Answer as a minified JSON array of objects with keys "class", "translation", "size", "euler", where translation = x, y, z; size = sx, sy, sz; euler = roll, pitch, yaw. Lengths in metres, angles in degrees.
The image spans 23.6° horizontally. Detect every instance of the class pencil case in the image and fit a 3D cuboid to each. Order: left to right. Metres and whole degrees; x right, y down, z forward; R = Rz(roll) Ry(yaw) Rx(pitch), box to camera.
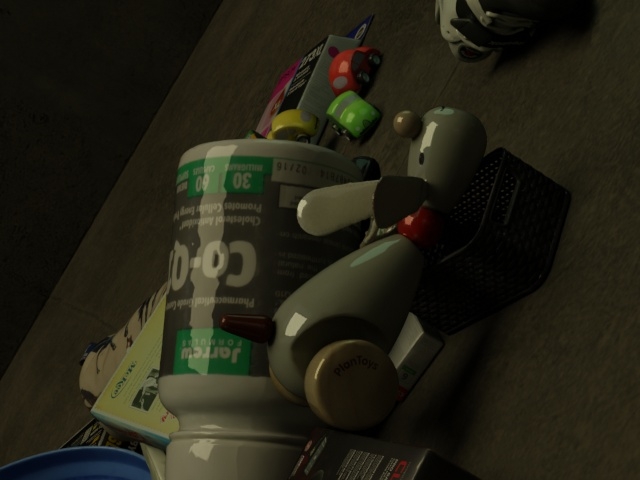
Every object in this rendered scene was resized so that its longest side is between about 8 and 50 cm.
[{"class":"pencil case","translation":[-0.194,0.132,2.145],"size":[0.410,0.160,0.183],"euler":[-41,43,48]}]

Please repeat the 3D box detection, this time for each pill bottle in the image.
[{"class":"pill bottle","translation":[-0.064,0.090,1.613],"size":[0.204,0.204,0.361],"euler":[157,119,-63]}]

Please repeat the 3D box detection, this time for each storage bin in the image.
[{"class":"storage bin","translation":[0.151,0.003,1.507],"size":[0.180,0.084,0.122],"euler":[-34,29,53]}]

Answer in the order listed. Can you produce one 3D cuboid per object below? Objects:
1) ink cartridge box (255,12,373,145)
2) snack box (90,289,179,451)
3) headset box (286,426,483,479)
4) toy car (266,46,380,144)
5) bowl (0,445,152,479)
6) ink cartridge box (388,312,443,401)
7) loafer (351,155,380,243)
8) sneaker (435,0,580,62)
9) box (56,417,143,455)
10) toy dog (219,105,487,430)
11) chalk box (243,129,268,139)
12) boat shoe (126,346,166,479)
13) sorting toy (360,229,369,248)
[{"class":"ink cartridge box","translation":[-0.036,-0.210,2.481],"size":[0.176,0.069,0.371],"euler":[-31,29,57]},{"class":"snack box","translation":[-0.126,0.105,1.851],"size":[0.187,0.060,0.322],"euler":[10,62,48]},{"class":"headset box","translation":[0.038,0.283,1.286],"size":[0.218,0.110,0.293],"euler":[-61,16,-12]},{"class":"toy car","translation":[0.021,-0.199,2.243],"size":[0.239,0.053,0.225],"euler":[-46,23,-5]},{"class":"bowl","translation":[-0.358,0.409,1.915],"size":[0.391,0.077,0.391],"euler":[-14,27,7]},{"class":"ink cartridge box","translation":[0.079,0.133,1.581],"size":[0.115,0.029,0.063],"euler":[-56,17,12]},{"class":"loafer","translation":[0.000,0.000,1.760],"size":[0.223,0.078,0.076],"euler":[-65,-23,-5]},{"class":"sneaker","translation":[0.213,-0.270,1.800],"size":[0.330,0.123,0.146],"euler":[-119,43,-70]},{"class":"box","translation":[-0.388,0.415,2.357],"size":[0.322,0.079,0.257],"euler":[-41,25,46]},{"class":"toy dog","translation":[0.020,0.015,1.433],"size":[0.220,0.161,0.333],"euler":[-33,33,55]},{"class":"chalk box","translation":[-0.075,-0.065,2.205],"size":[0.132,0.132,0.213],"euler":[-57,15,6]},{"class":"boat shoe","translation":[-0.180,0.237,1.939],"size":[0.319,0.099,0.116],"euler":[-119,20,-56]},{"class":"sorting toy","translation":[0.038,0.070,1.788],"size":[0.196,0.047,0.347],"euler":[-59,16,11]}]
